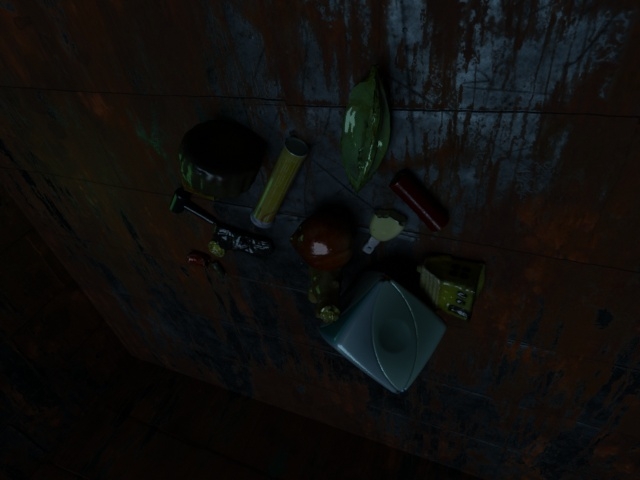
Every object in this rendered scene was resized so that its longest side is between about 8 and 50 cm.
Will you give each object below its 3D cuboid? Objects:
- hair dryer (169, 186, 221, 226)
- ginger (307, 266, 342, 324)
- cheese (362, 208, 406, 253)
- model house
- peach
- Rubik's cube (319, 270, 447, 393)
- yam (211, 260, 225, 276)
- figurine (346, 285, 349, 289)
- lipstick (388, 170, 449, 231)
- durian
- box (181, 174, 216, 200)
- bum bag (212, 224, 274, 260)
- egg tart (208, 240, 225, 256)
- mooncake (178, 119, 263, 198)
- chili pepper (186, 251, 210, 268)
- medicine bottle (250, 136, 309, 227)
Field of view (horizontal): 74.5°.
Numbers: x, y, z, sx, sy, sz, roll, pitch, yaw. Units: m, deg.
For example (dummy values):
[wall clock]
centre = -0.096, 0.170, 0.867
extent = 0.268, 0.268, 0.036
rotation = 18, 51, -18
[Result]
[hair dryer]
centre = -0.570, -0.143, 1.956
extent = 0.256, 0.069, 0.128
rotation = 29, 139, -10
[ginger]
centre = -0.003, 0.193, 1.726
extent = 0.236, 0.375, 0.166
rotation = -26, 118, 35
[cheese]
centre = 0.223, -0.027, 1.615
extent = 0.127, 0.050, 0.255
rotation = 31, 139, -1
[model house]
centre = 0.482, 0.161, 1.589
extent = 0.234, 0.174, 0.193
rotation = 19, 140, 27
[peach]
centre = 0.000, 0.000, 1.633
extent = 0.257, 0.232, 0.232
rotation = -4, 131, 9
[Rubik's cube]
centre = 0.236, 0.347, 1.676
extent = 0.347, 0.351, 0.352
rotation = 38, 175, -7
[yam]
centre = -0.544, 0.150, 2.235
extent = 0.043, 0.043, 0.094
rotation = 0, 133, 30
[figurine]
centre = 0.171, 0.257, 1.933
extent = 0.072, 0.054, 0.129
rotation = -24, 110, 27
[lipstick]
centre = 0.335, -0.131, 1.427
extent = 0.241, 0.080, 0.080
rotation = 44, 137, -14
[durian]
centre = 0.123, -0.331, 1.259
extent = 0.163, 0.198, 0.394
rotation = 21, 136, 12
[box]
centre = -0.538, -0.236, 1.862
extent = 0.157, 0.022, 0.089
rotation = 19, 136, 12
[bum bag]
centre = -0.363, 0.017, 1.979
extent = 0.310, 0.074, 0.137
rotation = 17, 134, 11
[egg tart]
centre = -0.515, 0.037, 2.108
extent = 0.105, 0.039, 0.105
rotation = 16, 137, 15
[mooncake]
centre = -0.359, -0.284, 1.513
extent = 0.291, 0.290, 0.161
rotation = 30, 141, 0
[chili pepper]
centre = -0.648, 0.100, 2.228
extent = 0.123, 0.073, 0.070
rotation = 18, 95, 10
[medicine bottle]
centre = -0.163, -0.209, 1.611
extent = 0.108, 0.108, 0.426
rotation = 32, 139, -3
